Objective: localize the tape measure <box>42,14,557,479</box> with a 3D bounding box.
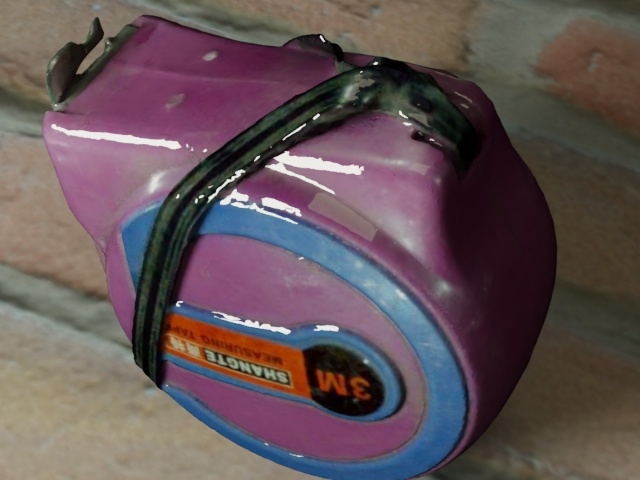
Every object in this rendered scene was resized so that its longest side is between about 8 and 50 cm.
[{"bbox_3d":[0.000,0.000,0.747,0.231,0.245,0.149,11,45,23],"label":"tape measure"}]
